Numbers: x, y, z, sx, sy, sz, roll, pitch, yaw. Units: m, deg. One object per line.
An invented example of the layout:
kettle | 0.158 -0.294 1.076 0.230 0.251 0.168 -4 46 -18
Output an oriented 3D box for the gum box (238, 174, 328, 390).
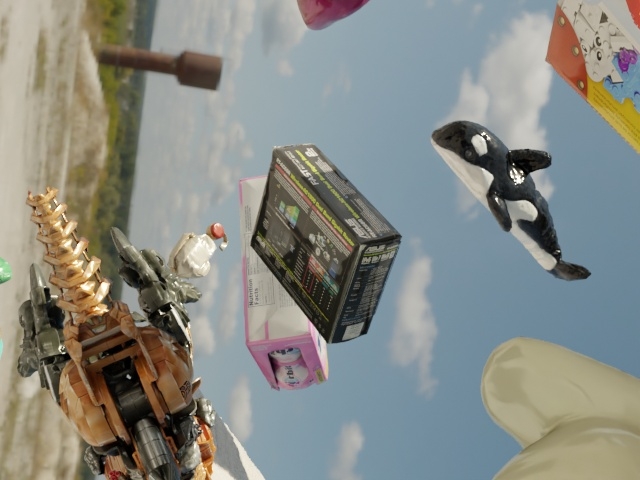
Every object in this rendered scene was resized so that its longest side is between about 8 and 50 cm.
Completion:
gum box | -0.034 0.042 0.883 0.107 0.062 0.189 72 11 -59

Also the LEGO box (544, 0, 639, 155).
LEGO box | 0.360 -0.118 0.463 0.373 0.193 0.500 88 -24 -50

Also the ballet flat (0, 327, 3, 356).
ballet flat | -0.427 0.189 0.895 0.116 0.124 0.342 -11 -136 32

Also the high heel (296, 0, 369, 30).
high heel | 0.101 -0.388 0.991 0.377 0.127 0.181 -44 175 -21

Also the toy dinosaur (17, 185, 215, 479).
toy dinosaur | -0.144 0.102 0.717 0.218 0.164 0.322 -129 -140 -55

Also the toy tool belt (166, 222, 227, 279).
toy tool belt | -0.151 0.014 1.078 0.051 0.052 0.083 -19 -152 39

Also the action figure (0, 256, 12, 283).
action figure | -0.376 -0.004 0.917 0.232 0.063 0.137 28 -57 39

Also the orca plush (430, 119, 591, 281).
orca plush | 0.266 -0.064 1.181 0.102 0.287 0.151 -39 -168 15

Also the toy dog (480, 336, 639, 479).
toy dog | 0.106 0.304 0.451 0.395 0.408 0.285 17 -45 51

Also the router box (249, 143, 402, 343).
router box | 0.000 0.000 0.668 0.122 0.038 0.092 49 -43 37

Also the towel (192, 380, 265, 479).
towel | -0.127 0.307 1.148 0.187 0.049 0.282 -98 163 -52
